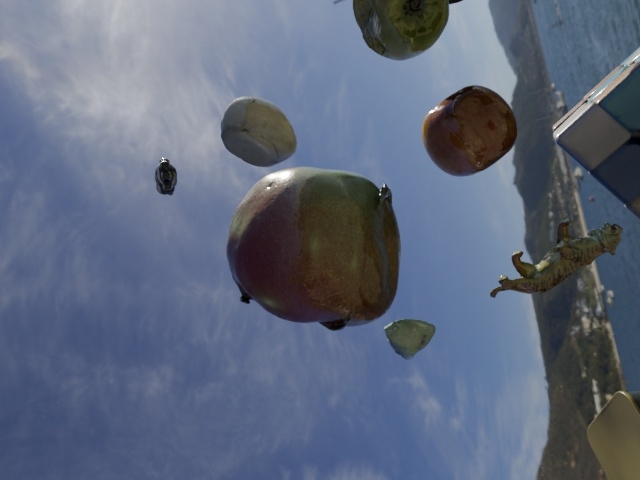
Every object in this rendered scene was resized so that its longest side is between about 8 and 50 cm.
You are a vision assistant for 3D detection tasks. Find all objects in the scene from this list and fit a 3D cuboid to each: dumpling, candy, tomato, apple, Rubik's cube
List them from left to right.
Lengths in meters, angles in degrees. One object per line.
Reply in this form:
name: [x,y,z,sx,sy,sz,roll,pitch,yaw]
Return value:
candy: [-0.210,-0.387,1.559,0.295,0.295,0.186,38,-125,-47]
tomato: [0.000,0.000,0.733,0.303,0.303,0.239,-6,-71,-59]
apple: [0.223,-0.629,1.202,0.279,0.278,0.280,30,-126,-51]
dumpling: [0.293,0.324,1.443,0.217,0.149,0.105,61,-140,-41]
apple: [0.349,-0.257,1.051,0.188,0.211,0.211,59,-147,-4]
Rubik's cube: [0.827,-0.273,1.080,0.347,0.347,0.344,45,-149,7]

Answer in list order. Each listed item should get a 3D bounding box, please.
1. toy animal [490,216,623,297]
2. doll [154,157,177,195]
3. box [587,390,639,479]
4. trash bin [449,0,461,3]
toy animal: [0.412,0.040,0.783,0.099,0.241,0.057,41,-160,-23]
doll: [-0.463,-0.188,1.326,0.067,0.219,0.091,-9,-91,-16]
box: [0.570,0.361,0.774,0.145,0.090,0.201,-96,0,-47]
trash bin: [0.379,-0.888,1.289,0.302,0.251,0.203,70,-144,-58]
